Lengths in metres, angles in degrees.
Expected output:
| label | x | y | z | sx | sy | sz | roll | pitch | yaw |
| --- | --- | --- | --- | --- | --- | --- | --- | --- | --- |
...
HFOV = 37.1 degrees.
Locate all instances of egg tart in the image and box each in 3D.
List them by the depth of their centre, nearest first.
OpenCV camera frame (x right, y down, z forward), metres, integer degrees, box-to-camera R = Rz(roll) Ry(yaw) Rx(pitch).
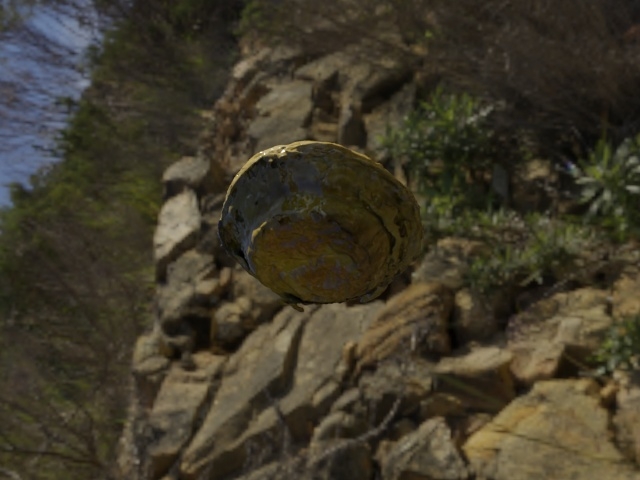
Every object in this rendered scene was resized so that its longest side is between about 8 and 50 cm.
| label | x | y | z | sx | sy | sz | roll | pitch | yaw |
| --- | --- | --- | --- | --- | --- | --- | --- | --- | --- |
| egg tart | 0.000 | 0.000 | 0.580 | 0.052 | 0.130 | 0.130 | -81 | -4 | -47 |
